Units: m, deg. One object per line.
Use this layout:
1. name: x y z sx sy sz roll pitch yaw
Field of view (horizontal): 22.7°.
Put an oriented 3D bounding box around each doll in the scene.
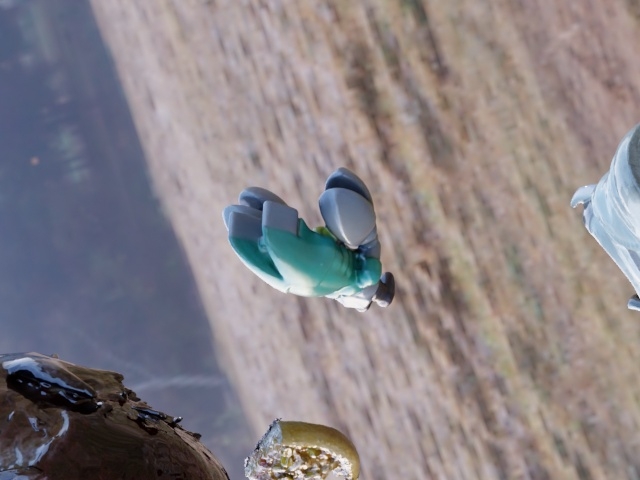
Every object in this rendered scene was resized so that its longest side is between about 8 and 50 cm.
1. doll: -0.020 0.003 1.969 0.258 0.195 0.153 67 -160 -61

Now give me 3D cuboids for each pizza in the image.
1. pizza: -0.027 0.245 1.771 0.178 0.131 0.041 57 -163 -58

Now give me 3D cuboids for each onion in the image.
1. onion: -0.214 0.213 1.278 0.314 0.314 0.232 157 130 -83

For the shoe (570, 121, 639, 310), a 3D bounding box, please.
1. shoe: 0.325 0.039 1.293 0.316 0.124 0.159 47 149 -9
